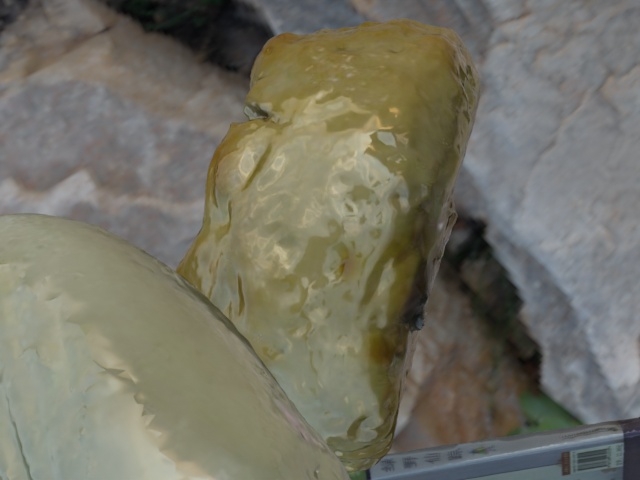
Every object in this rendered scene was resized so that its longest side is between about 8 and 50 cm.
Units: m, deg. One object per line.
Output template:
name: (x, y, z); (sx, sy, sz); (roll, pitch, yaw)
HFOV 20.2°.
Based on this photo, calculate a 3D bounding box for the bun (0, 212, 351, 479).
bun: (-0.066, 0.110, 0.501); (0.231, 0.133, 0.231); (-7, 79, 42)

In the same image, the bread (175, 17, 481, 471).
bread: (0.000, 0.000, 0.945); (0.134, 0.244, 0.244); (17, 119, 5)

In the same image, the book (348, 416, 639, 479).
book: (0.092, 0.167, 1.145); (0.231, 0.026, 0.157); (-10, 146, 2)
